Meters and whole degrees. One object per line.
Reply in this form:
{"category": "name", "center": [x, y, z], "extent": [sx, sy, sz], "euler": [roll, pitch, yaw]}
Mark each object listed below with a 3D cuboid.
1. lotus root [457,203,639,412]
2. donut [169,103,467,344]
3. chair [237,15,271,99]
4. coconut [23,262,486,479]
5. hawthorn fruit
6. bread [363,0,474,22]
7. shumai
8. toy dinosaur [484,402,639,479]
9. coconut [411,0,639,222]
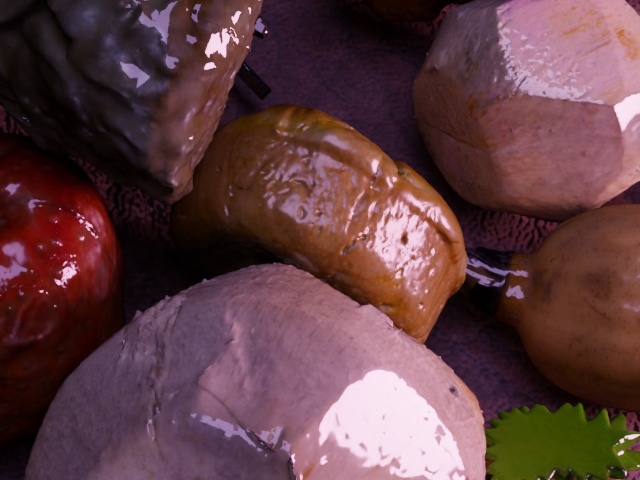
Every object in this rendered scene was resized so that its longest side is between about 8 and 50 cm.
{"category": "lotus root", "center": [0.261, 0.057, 1.502], "extent": [0.310, 0.183, 0.182], "euler": [7, 64, 9]}
{"category": "donut", "center": [0.000, 0.000, 1.431], "extent": [0.261, 0.208, 0.128], "euler": [38, 60, -26]}
{"category": "chair", "center": [-0.200, -0.229, 1.557], "extent": [0.160, 0.186, 0.319], "euler": [-41, 79, -10]}
{"category": "coconut", "center": [-0.040, 0.192, 1.299], "extent": [0.346, 0.360, 0.346], "euler": [2, 100, 11]}
{"category": "hawthorn fruit", "center": [-0.270, 0.042, 1.380], "extent": [0.258, 0.262, 0.258], "euler": [4, 76, -17]}
{"category": "bread", "center": [0.098, -0.320, 1.632], "extent": [0.232, 0.135, 0.246], "euler": [-8, 44, 30]}
{"category": "shumai", "center": [-0.200, -0.189, 1.292], "extent": [0.288, 0.292, 0.330], "euler": [17, 40, -12]}
{"category": "toy dinosaur", "center": [0.206, 0.233, 1.435], "extent": [0.152, 0.177, 0.194], "euler": [-8, 37, -8]}
{"category": "coconut", "center": [0.211, -0.131, 1.565], "extent": [0.237, 0.197, 0.237], "euler": [5, 61, -8]}
